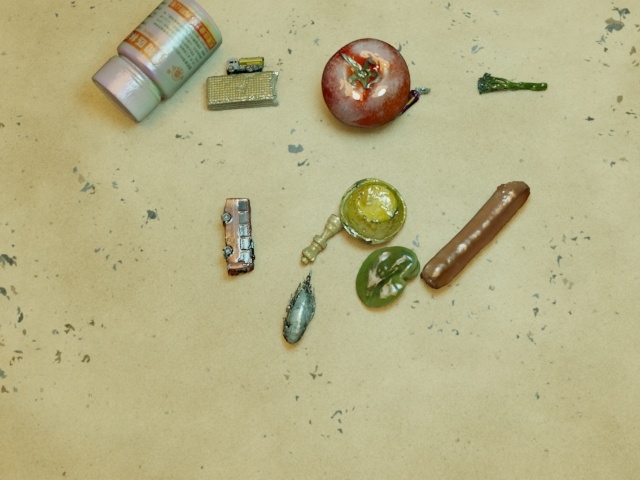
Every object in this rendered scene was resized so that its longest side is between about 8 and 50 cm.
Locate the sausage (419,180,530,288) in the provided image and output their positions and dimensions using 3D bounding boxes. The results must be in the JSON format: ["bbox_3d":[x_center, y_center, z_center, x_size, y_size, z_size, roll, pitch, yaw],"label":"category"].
[{"bbox_3d":[0.454,-0.021,1.799,0.094,0.094,0.419,42,82,16],"label":"sausage"}]

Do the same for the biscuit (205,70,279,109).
[{"bbox_3d":[-0.250,-0.483,1.980,0.239,0.062,0.108,-4,75,2],"label":"biscuit"}]

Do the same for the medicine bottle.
[{"bbox_3d":[-0.512,-0.573,1.940,0.219,0.219,0.388,40,82,12],"label":"medicine bottle"}]

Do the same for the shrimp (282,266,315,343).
[{"bbox_3d":[-0.053,0.188,1.790,0.090,0.079,0.232,24,73,-27],"label":"shrimp"}]

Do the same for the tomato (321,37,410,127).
[{"bbox_3d":[0.139,-0.469,1.866,0.270,0.227,0.270,-1,83,11],"label":"tomato"}]

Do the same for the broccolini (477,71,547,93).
[{"bbox_3d":[0.602,-0.495,1.943,0.216,0.058,0.067,-1,116,-4],"label":"broccolini"}]

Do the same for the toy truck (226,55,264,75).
[{"bbox_3d":[-0.244,-0.566,2.007,0.123,0.052,0.062,-3,71,2],"label":"toy truck"}]

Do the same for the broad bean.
[{"bbox_3d":[0.192,0.099,1.796,0.207,0.072,0.153,-36,64,-4],"label":"broad bean"}]

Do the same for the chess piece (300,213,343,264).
[{"bbox_3d":[0.001,0.001,1.844,0.060,0.060,0.172,39,83,12],"label":"chess piece"}]

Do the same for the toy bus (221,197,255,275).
[{"bbox_3d":[-0.249,-0.013,1.855,0.096,0.073,0.234,-5,74,-5],"label":"toy bus"}]

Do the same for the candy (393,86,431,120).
[{"bbox_3d":[0.273,-0.436,1.943,0.175,0.043,0.045,-41,67,-7],"label":"candy"}]

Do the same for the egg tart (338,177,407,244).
[{"bbox_3d":[0.158,-0.095,1.821,0.213,0.090,0.212,2,68,-6],"label":"egg tart"}]
